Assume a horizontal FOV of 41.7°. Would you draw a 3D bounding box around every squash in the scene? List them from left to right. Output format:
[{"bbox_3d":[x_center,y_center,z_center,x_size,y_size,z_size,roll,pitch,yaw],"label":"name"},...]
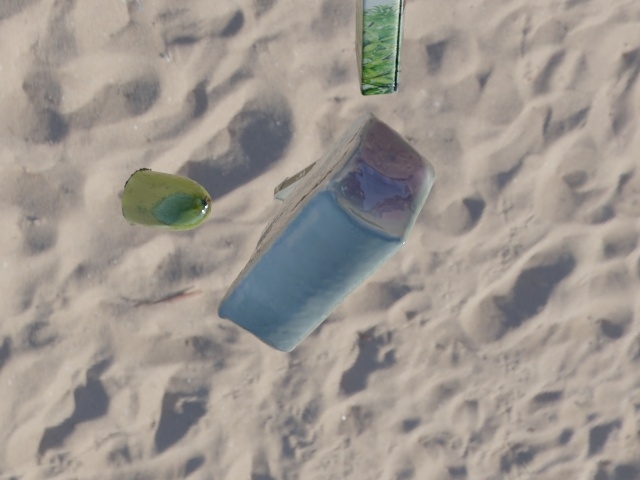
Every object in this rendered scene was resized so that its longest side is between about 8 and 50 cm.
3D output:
[{"bbox_3d":[-0.289,-0.075,1.652,0.123,0.186,0.123,-21,116,-55],"label":"squash"}]

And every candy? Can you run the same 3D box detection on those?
[{"bbox_3d":[0.002,0.000,1.237,0.145,0.208,0.359,35,133,-8],"label":"candy"}]

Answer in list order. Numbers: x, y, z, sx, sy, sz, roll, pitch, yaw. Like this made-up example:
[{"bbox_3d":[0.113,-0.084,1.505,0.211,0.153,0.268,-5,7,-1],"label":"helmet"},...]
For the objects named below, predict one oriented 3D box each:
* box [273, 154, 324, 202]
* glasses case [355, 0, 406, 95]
[{"bbox_3d":[0.015,-0.097,1.415,0.109,0.029,0.198,17,155,-28],"label":"box"},{"bbox_3d":[0.076,-0.305,1.020,0.062,0.095,0.272,-4,146,-1],"label":"glasses case"}]
